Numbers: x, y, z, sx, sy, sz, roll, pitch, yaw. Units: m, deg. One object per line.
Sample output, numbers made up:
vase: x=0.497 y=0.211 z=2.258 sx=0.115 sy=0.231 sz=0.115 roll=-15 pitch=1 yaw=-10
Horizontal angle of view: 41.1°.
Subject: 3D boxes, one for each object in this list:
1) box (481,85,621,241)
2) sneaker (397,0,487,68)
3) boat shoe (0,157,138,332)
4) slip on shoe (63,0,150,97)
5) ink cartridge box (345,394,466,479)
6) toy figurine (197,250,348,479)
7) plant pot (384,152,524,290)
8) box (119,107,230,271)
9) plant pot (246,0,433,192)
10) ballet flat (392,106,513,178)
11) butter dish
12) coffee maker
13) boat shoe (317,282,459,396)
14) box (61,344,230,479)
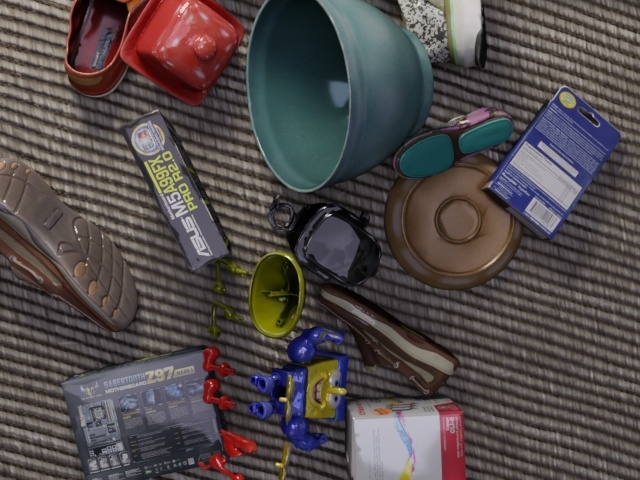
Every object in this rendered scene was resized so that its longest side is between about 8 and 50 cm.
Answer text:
box: x=0.379 y=-0.127 z=1.391 sx=0.136 sy=0.036 sz=0.225 roll=39 pitch=78 yaw=-5
sneaker: x=0.141 y=-0.453 z=1.326 sx=0.182 sy=0.158 sz=0.410 roll=-11 pitch=90 yaw=10
boat shoe: x=-0.416 y=0.019 z=1.324 sx=0.116 sy=0.123 sz=0.324 roll=-31 pitch=106 yaw=31
slip on shoe: x=-0.313 y=-0.383 z=1.308 sx=0.123 sy=0.101 sz=0.331 roll=18 pitch=90 yaw=-3
ink cartridge box: x=0.129 y=0.323 z=1.361 sx=0.176 sy=0.128 sz=0.127 roll=-3 pitch=93 yaw=-5
toy figurine: x=-0.043 y=0.199 z=1.342 sx=0.217 sy=0.191 sz=0.362 roll=4 pitch=89 yaw=-49
plant pot: x=0.223 y=-0.034 z=1.400 sx=0.236 sy=0.032 sz=0.236 roll=0 pitch=92 yaw=-4
box: x=-0.203 y=-0.070 z=1.246 sx=0.060 sy=0.270 sz=0.216 roll=-25 pitch=95 yaw=-4
plant pot: x=0.042 y=-0.228 z=1.274 sx=0.196 sy=0.293 sz=0.293 roll=-10 pitch=94 yaw=-31
ballet flat: x=0.201 y=-0.159 z=1.366 sx=0.222 sy=0.079 sz=0.076 roll=-23 pitch=123 yaw=-15
butter dish: x=-0.191 y=-0.297 z=1.293 sx=0.160 sy=0.118 sz=0.159 roll=32 pitch=89 yaw=-34
coffee maker: x=0.000 y=0.000 z=1.311 sx=0.171 sy=0.178 sz=0.120 roll=12 pitch=91 yaw=-5
boat shoe: x=0.096 y=0.168 z=1.371 sx=0.257 sy=0.095 sz=0.095 roll=32 pitch=96 yaw=-6
box: x=-0.275 y=0.282 z=1.363 sx=0.233 sy=0.059 sz=0.183 roll=-14 pitch=94 yaw=-3
